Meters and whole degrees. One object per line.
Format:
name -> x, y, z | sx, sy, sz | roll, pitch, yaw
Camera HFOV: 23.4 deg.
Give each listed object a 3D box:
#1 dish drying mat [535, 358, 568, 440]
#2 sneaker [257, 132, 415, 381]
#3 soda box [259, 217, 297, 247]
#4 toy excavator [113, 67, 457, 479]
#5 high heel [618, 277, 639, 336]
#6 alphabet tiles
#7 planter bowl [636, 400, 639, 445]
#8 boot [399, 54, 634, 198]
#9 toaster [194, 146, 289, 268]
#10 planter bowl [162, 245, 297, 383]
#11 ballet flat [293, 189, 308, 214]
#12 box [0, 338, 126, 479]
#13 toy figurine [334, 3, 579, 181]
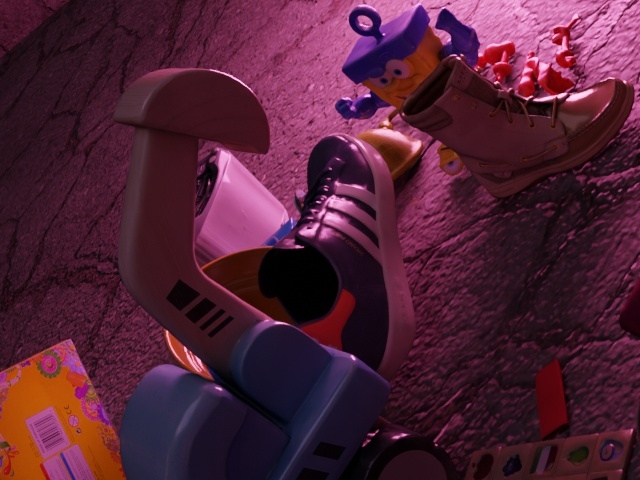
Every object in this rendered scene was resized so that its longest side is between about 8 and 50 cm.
dish drying mat -> 0.212, 0.146, 1.420 | 0.032, 0.008, 0.083 | -38, 29, 28
sneaker -> 0.000, 0.000, 1.708 | 0.350, 0.148, 0.131 | -103, 31, -46
soda box -> -0.082, 0.073, 1.934 | 0.210, 0.071, 0.067 | -43, 26, 19
toy excavator -> -0.084, 0.121, 1.436 | 0.433, 0.445, 0.222 | -57, 26, -10
high heel -> 0.362, -0.077, 1.267 | 0.181, 0.127, 0.377 | -3, 47, 36
alphabet tiles -> 0.167, 0.275, 1.327 | 0.198, 0.009, 0.237 | -18, 42, 50
planter bowl -> 0.325, 0.124, 1.112 | 0.162, 0.162, 0.109 | -23, 11, 46
boot -> 0.204, -0.140, 1.621 | 0.213, 0.165, 0.077 | -31, 33, 41
toaster -> -0.137, 0.001, 2.033 | 0.129, 0.146, 0.227 | -28, 34, 42
planter bowl -> -0.067, 0.112, 1.793 | 0.217, 0.090, 0.217 | -7, 43, 7
ballet flat -> 0.019, -0.019, 1.902 | 0.070, 0.070, 0.188 | -45, 35, 14
box -> -0.363, 0.308, 1.797 | 0.279, 0.290, 0.177 | -26, 1, 44
toy figurine -> 0.102, -0.207, 1.824 | 0.362, 0.217, 0.191 | -22, 38, 46
